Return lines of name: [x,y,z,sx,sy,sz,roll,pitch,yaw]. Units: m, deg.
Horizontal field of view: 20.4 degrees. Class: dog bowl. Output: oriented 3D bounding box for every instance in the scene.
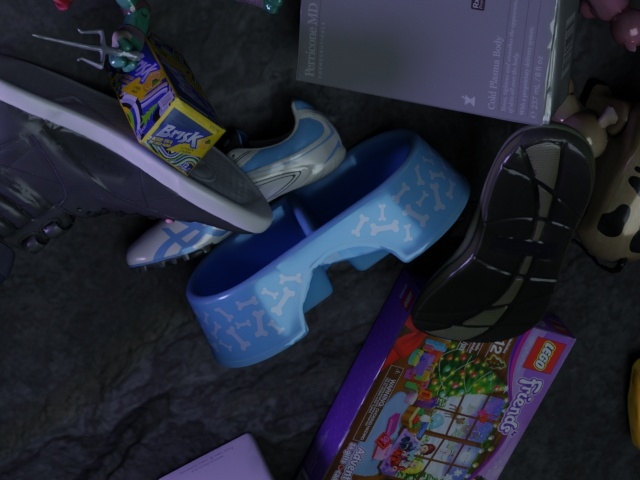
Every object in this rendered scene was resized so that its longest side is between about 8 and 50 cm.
dog bowl: [0.000,0.000,1.690,0.297,0.166,0.074,-35,111,2]

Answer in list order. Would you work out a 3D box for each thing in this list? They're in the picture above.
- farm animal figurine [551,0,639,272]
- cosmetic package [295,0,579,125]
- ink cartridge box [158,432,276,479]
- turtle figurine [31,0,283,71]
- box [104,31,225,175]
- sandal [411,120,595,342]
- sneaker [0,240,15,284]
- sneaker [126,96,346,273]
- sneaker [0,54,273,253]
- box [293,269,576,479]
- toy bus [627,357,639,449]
farm animal figurine: [0.305,-0.114,1.719,0.330,0.172,0.326,-5,119,-17]
cosmetic package: [0.104,-0.191,1.576,0.238,0.107,0.127,9,114,17]
ink cartridge box: [-0.038,0.381,1.766,0.119,0.353,0.207,-26,123,-4]
turtle figurine: [-0.144,-0.246,1.522,0.234,0.118,0.175,-10,128,-29]
box: [-0.139,-0.125,1.559,0.059,0.169,0.054,34,104,-31]
sandal: [0.181,-0.006,1.700,0.120,0.086,0.302,15,132,-13]
sneaker: [-0.430,0.050,1.564,0.319,0.112,0.131,2,74,-14]
sneaker: [-0.089,-0.049,1.682,0.237,0.085,0.086,-34,94,7]
sneaker: [-0.197,-0.043,1.608,0.296,0.104,0.147,25,112,-9]
box: [0.116,0.188,1.890,0.201,0.057,0.293,16,111,-27]
toy bus: [0.472,0.200,1.932,0.220,0.211,0.149,-13,123,-11]
